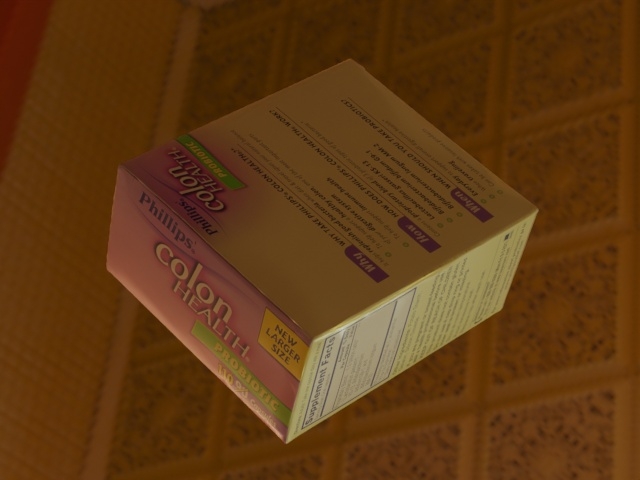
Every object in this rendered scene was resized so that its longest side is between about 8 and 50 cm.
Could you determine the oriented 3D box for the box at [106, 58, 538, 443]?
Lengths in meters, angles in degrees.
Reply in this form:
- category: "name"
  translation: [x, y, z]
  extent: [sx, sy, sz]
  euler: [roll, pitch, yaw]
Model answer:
- category: "box"
  translation: [0.000, 0.000, 1.280]
  extent: [0.243, 0.117, 0.213]
  euler: [-28, -123, -36]
